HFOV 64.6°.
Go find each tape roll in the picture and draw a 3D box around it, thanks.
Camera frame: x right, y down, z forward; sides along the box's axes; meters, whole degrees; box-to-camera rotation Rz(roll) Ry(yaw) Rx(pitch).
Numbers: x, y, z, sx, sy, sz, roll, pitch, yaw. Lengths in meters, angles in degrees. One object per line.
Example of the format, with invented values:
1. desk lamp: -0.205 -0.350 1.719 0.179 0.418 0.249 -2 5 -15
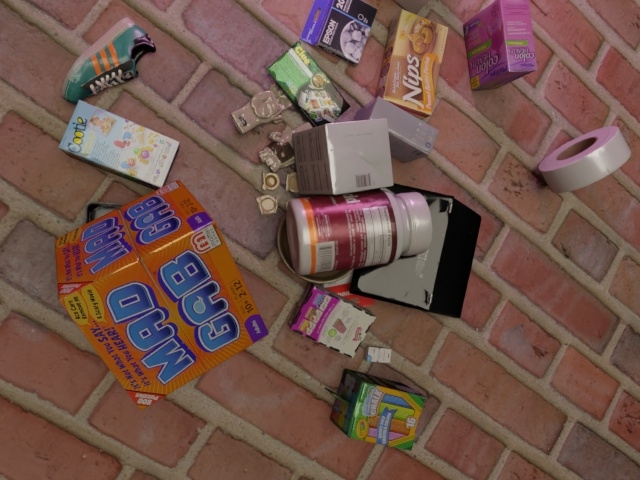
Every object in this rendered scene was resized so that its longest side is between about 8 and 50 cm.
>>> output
1. tape roll: 0.933 -0.288 1.803 0.286 0.286 0.100 -38 99 -14

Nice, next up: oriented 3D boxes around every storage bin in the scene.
1. storage bin: -0.572 -0.041 1.447 0.180 0.084 0.122 5 88 -18

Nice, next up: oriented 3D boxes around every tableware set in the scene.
1. tableware set: -0.122 -0.150 1.617 0.169 0.020 0.141 1 89 -17

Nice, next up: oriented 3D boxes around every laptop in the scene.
1. laptop: 0.338 0.040 1.726 0.408 0.236 0.382 13 85 5

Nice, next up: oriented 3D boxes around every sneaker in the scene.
1. sneaker: -0.592 -0.487 1.431 0.121 0.108 0.302 39 78 -9

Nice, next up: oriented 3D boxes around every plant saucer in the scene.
1. plant saucer: 0.000 0.000 1.596 0.278 0.041 0.278 2 79 -10

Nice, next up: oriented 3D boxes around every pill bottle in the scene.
1. pill bottle: 0.109 -0.031 1.488 0.392 0.224 0.224 -7 92 -12

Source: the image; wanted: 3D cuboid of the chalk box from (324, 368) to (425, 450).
1. chalk box: 0.150 0.529 1.612 0.289 0.180 0.179 17 84 -15

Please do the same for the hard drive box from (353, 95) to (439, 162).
1. hard drive box: 0.234 -0.352 1.643 0.232 0.181 0.089 25 82 -16

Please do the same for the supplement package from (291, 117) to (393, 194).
1. supplement package: 0.060 -0.246 1.527 0.199 0.263 0.198 -11 99 -23

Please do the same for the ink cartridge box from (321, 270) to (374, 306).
1. ink cartridge box: 0.090 0.119 1.663 0.181 0.056 0.224 -10 91 -16

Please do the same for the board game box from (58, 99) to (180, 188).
1. board game box: -0.554 -0.256 1.423 0.275 0.142 0.144 22 84 -16

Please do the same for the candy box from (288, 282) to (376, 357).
1. candy box: 0.036 0.253 1.621 0.233 0.071 0.159 29 95 -14

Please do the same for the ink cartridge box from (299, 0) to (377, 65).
1. ink cartridge box: 0.062 -0.712 1.665 0.208 0.045 0.206 21 84 -14

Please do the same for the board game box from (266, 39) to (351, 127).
1. board game box: -0.036 -0.481 1.603 0.136 0.030 0.259 -39 109 7

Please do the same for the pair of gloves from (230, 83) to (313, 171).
1. pair of gloves: -0.143 -0.351 1.599 0.204 0.042 0.240 -43 106 -17

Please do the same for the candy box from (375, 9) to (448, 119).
1. candy box: 0.307 -0.588 1.715 0.183 0.087 0.316 13 86 -16

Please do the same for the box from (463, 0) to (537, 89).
1. box: 0.612 -0.669 1.743 0.117 0.213 0.243 -10 93 -17

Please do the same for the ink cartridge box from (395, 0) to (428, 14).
1. ink cartridge box: 0.339 -0.946 1.670 0.198 0.197 0.270 33 80 -14

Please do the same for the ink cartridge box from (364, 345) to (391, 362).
1. ink cartridge box: 0.193 0.383 1.703 0.083 0.028 0.048 9 87 -16

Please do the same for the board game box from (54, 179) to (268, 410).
1. board game box: -0.407 0.117 1.296 0.356 0.356 0.356 -29 122 -15
